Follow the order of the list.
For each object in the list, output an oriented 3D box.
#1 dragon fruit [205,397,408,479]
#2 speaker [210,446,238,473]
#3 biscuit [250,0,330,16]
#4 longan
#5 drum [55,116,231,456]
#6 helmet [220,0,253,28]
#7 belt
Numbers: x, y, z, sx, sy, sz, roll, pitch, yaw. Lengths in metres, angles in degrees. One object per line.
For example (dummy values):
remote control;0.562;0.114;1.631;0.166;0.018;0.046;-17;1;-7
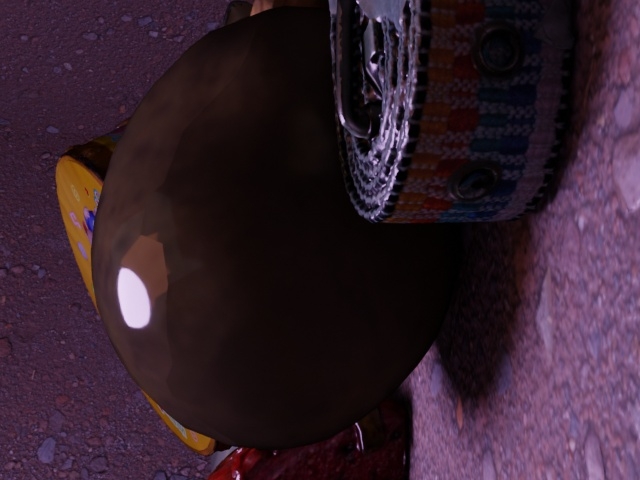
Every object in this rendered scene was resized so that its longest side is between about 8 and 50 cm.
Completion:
dragon fruit;-0.032;0.311;1.317;0.240;0.330;0.302;48;140;45
speaker;-0.107;0.306;2.161;0.406;0.183;0.184;-111;28;-71
biscuit;-0.045;-0.294;1.737;0.275;0.052;0.355;84;-151;-59
longan;-0.039;-0.008;1.077;0.404;0.336;0.404;-168;90;-86
drum;-0.147;0.036;1.450;0.431;0.214;0.431;49;154;34
helmet;-0.107;-0.363;2.350;0.204;0.137;0.257;20;-105;-54
belt;0.088;-0.141;0.850;0.207;0.150;0.257;171;98;-74
